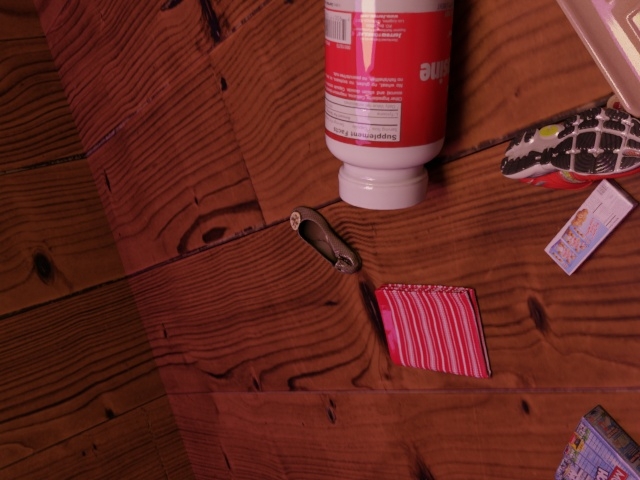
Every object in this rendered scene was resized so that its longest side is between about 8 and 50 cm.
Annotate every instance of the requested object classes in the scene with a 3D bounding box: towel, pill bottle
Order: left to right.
[{"bbox_3d":[0.121,-0.275,1.313,0.229,0.229,0.408,24,124,43],"label":"pill bottle"},{"bbox_3d":[0.236,0.193,1.538,0.274,0.031,0.199,-2,104,51],"label":"towel"}]

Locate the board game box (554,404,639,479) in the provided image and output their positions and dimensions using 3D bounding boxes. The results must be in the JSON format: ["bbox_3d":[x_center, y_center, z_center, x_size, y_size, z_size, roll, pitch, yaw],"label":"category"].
[{"bbox_3d":[0.525,0.428,1.258,0.194,0.060,0.194,39,132,36],"label":"board game box"}]

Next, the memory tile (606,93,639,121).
[{"bbox_3d":[0.500,-0.162,1.070,0.148,0.012,0.113,16,117,47],"label":"memory tile"}]

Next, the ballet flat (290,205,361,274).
[{"bbox_3d":[0.000,0.000,1.723,0.250,0.058,0.084,44,134,31],"label":"ballet flat"}]

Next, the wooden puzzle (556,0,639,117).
[{"bbox_3d":[0.493,-0.385,0.936,0.348,0.080,0.322,-39,75,46],"label":"wooden puzzle"}]

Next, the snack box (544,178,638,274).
[{"bbox_3d":[0.448,-0.021,1.188,0.064,0.022,0.178,50,138,23],"label":"snack box"}]

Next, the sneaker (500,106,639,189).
[{"bbox_3d":[0.411,-0.130,1.108,0.279,0.118,0.107,7,75,64],"label":"sneaker"}]
